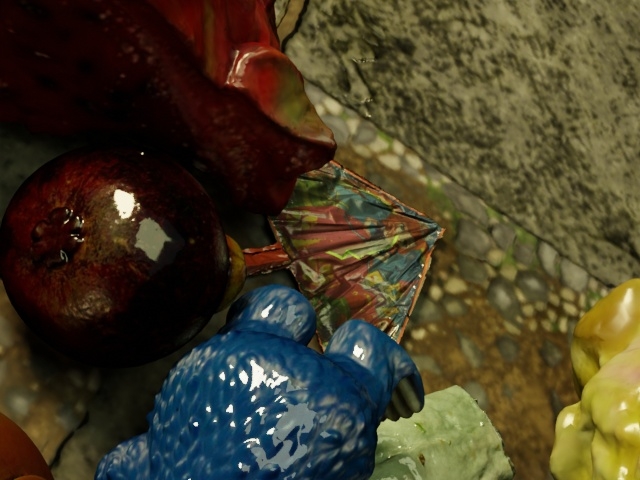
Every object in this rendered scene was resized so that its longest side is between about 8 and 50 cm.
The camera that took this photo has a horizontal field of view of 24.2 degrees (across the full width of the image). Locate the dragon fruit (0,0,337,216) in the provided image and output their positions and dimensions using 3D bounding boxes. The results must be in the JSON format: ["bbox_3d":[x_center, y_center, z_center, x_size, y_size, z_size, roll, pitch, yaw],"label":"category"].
[{"bbox_3d":[-0.097,-0.195,0.845,0.329,0.228,0.286,31,52,-9],"label":"dragon fruit"}]

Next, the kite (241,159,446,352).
[{"bbox_3d":[0.000,0.000,0.941,0.189,0.009,0.232,-12,71,-33],"label":"kite"}]

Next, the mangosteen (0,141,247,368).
[{"bbox_3d":[-0.102,0.011,0.814,0.140,0.140,0.140,13,60,-24],"label":"mangosteen"}]

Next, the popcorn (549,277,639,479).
[{"bbox_3d":[0.267,0.124,0.917,0.259,0.259,0.212,-47,118,-38],"label":"popcorn"}]

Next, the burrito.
[{"bbox_3d":[0.057,0.133,0.886,0.118,0.044,0.074,-13,77,-38],"label":"burrito"}]

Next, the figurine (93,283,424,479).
[{"bbox_3d":[-0.044,0.127,0.757,0.164,0.120,0.262,2,45,13],"label":"figurine"}]

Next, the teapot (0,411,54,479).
[{"bbox_3d":[-0.161,0.138,0.647,0.135,0.252,0.178,2,32,12],"label":"teapot"}]
